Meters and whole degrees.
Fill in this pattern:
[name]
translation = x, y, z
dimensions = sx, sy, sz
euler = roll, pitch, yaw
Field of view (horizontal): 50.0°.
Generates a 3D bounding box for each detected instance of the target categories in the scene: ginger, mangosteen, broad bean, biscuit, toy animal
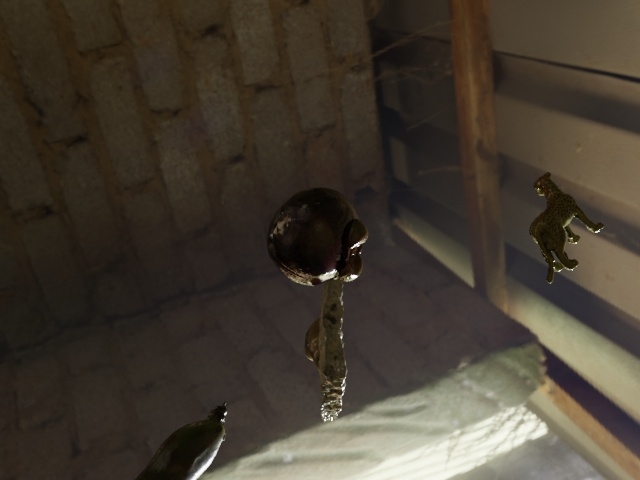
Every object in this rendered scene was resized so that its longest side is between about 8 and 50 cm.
[ginger]
translation = 0.016, 0.301, 1.878
dimensions = 0.294, 0.086, 0.131
euler = -137, -112, -76
[mangosteen]
translation = 0.000, 0.000, 0.991
dimensions = 0.152, 0.152, 0.153
euler = 161, -90, -73
[broad bean]
translation = -0.218, 0.340, 0.935
dimensions = 0.061, 0.339, 0.077
euler = -8, -58, 40
[biscuit]
translation = 0.017, 0.186, 1.142
dimensions = 0.188, 0.040, 0.266
euler = -106, -163, -77
[toy animal]
translation = 0.406, -0.026, 1.204
dimensions = 0.136, 0.181, 0.073
euler = 50, -36, -5
